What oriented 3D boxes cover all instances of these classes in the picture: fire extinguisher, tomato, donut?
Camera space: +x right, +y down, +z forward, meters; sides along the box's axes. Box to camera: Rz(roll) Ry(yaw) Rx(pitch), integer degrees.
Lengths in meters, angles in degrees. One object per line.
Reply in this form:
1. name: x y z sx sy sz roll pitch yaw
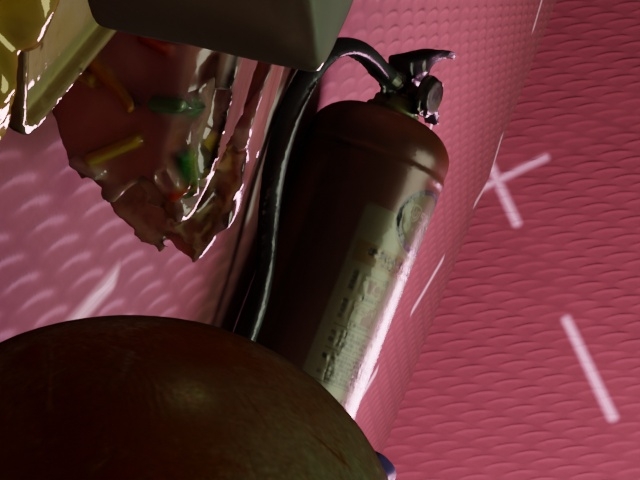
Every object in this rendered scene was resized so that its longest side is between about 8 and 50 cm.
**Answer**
1. fire extinguisher: 0.010 0.004 1.297 0.200 0.113 0.376 54 57 -77
2. tomato: -0.064 0.164 0.756 0.270 0.222 0.270 165 -90 -73
3. donut: -0.058 -0.099 0.775 0.233 0.085 0.199 96 11 -82

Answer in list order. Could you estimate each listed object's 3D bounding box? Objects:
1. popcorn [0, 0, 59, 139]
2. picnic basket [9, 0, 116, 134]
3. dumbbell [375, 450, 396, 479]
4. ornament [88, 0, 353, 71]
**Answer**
1. popcorn: -0.128 -0.090 0.360 0.163 0.140 0.194 -60 158 -9
2. picnic basket: -0.098 -0.126 0.582 0.164 0.079 0.115 -59 166 -46
3. dumbbell: -0.053 0.307 1.457 0.316 0.156 0.143 -70 -161 2
4. ornament: -0.041 -0.166 0.423 0.120 0.130 0.285 -62 143 -46
